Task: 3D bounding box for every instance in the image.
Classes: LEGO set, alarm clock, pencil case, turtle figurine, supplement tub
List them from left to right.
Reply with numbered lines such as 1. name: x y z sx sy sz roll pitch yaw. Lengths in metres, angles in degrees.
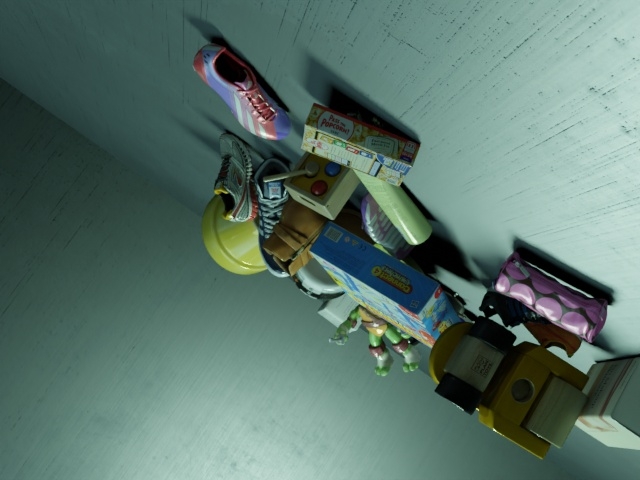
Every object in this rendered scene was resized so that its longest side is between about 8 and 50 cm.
1. supplement tub: 0.016 0.060 2.344 0.193 0.193 0.316 34 170 3
2. LEGO set: 0.073 -0.205 1.478 0.083 0.023 0.054 14 163 27
3. turtle figurine: 0.147 0.265 2.296 0.266 0.197 0.275 58 -178 -28
4. alarm clock: 0.308 0.165 2.278 0.129 0.064 0.192 36 166 -10
5. pencil case: 0.424 0.100 1.582 0.209 0.095 0.098 29 148 18

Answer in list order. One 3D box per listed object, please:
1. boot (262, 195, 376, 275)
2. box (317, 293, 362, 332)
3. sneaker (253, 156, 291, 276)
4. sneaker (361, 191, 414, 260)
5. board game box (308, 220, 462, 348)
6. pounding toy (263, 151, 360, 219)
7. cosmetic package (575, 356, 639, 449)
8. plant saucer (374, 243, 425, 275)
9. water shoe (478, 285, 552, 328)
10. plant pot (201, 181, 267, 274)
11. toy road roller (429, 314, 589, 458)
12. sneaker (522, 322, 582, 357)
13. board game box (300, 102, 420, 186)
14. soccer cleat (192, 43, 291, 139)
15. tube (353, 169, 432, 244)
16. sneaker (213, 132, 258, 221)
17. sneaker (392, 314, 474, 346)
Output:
1. boot: 0.000 0.000 2.053 0.109 0.220 0.283 24 165 43
2. box: 0.096 0.179 2.669 0.119 0.182 0.181 37 169 -2
3. sneaker: -0.107 -0.063 2.080 0.099 0.282 0.153 -5 161 -3
4. sneaker: 0.126 -0.043 1.854 0.104 0.095 0.236 37 173 32
5. board game box: 0.158 0.115 1.983 0.308 0.086 0.302 30 169 30
6. pounding toy: -0.016 -0.127 1.786 0.141 0.130 0.100 29 168 26
7. cosmetic package: 0.643 0.345 1.826 0.129 0.153 0.296 32 168 4
8. plant saucer: 0.210 0.095 2.178 0.241 0.037 0.241 46 160 22
9. water shoe: 0.427 0.158 1.838 0.073 0.080 0.203 41 167 -35
10. plant pot: -0.163 -0.049 2.346 0.254 0.254 0.239 38 153 -18
11. toy road roller: 0.394 0.306 1.905 0.329 0.202 0.240 32 176 -7
12. sneaker: 0.479 0.194 1.880 0.175 0.067 0.064 29 170 33
13. board game box: 0.065 -0.162 1.502 0.193 0.045 0.147 21 169 -1
14. soccer cleat: -0.138 -0.277 1.643 0.248 0.083 0.095 43 162 -29
15. tube: 0.140 -0.087 1.709 0.240 0.070 0.062 47 -154 -34
16. sneaker: -0.219 -0.156 2.153 0.088 0.092 0.225 -9 92 57
17. sneaker: 0.303 0.239 2.398 0.102 0.146 0.293 42 167 -37
